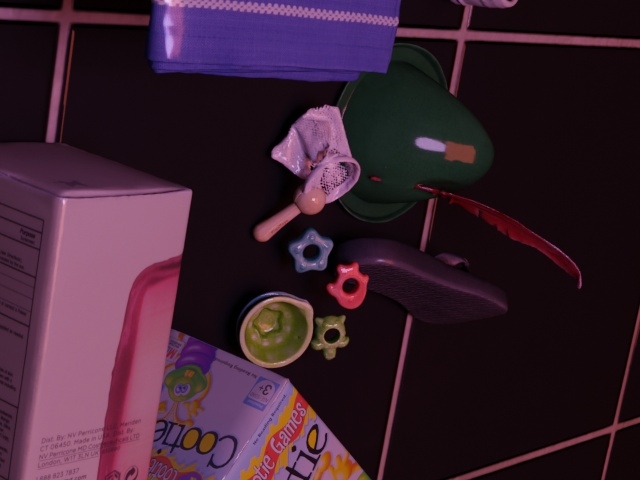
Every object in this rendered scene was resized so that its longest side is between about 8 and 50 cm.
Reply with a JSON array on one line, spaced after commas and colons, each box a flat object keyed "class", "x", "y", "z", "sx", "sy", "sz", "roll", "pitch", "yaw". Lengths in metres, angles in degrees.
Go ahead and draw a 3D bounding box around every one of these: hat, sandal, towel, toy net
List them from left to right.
[{"class": "towel", "x": -0.015, "y": -0.272, "z": 1.022, "sx": 0.243, "sy": 0.040, "sz": 0.336, "roll": -6, "pitch": 106, "yaw": -50}, {"class": "toy net", "x": 0.000, "y": 0.000, "z": 1.351, "sx": 0.122, "sy": 0.045, "sz": 0.232, "roll": 8, "pitch": 106, "yaw": -21}, {"class": "sandal", "x": 0.107, "y": 0.031, "z": 1.503, "sx": 0.254, "sy": 0.097, "sz": 0.054, "roll": 28, "pitch": 57, "yaw": -53}, {"class": "hat", "x": 0.137, "y": -0.075, "z": 1.409, "sx": 0.208, "sy": 0.183, "sz": 0.173, "roll": 12, "pitch": 96, "yaw": -52}]

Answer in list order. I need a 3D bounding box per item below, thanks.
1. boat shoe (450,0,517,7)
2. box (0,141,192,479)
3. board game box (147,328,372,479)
[{"class": "boat shoe", "x": 0.187, "y": -0.343, "z": 1.427, "sx": 0.096, "sy": 0.088, "sz": 0.267, "roll": 24, "pitch": 87, "yaw": -52}, {"class": "box", "x": -0.197, "y": 0.058, "z": 1.089, "sx": 0.127, "sy": 0.148, "sz": 0.232, "roll": -5, "pitch": 110, "yaw": -50}, {"class": "board game box", "x": -0.059, "y": 0.219, "z": 1.334, "sx": 0.142, "sy": 0.144, "sz": 0.275, "roll": -56, "pitch": 141, "yaw": -18}]
